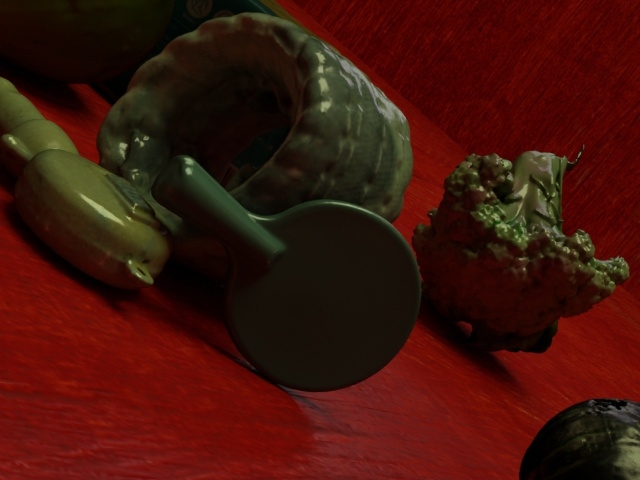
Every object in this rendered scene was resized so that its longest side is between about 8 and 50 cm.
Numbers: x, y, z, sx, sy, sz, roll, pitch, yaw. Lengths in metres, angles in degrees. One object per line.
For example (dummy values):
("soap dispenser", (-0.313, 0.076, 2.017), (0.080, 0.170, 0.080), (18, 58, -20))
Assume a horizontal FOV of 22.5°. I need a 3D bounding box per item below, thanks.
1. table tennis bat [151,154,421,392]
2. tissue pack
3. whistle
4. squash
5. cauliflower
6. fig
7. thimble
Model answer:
("table tennis bat", (-0.027, 0.020, 1.214), (0.244, 0.153, 0.040), (39, 6, -25))
("tissue pack", (-0.106, -0.180, 1.710), (0.271, 0.192, 0.134), (42, 13, 16))
("whistle", (-0.192, -0.046, 1.217), (0.258, 0.067, 0.126), (44, 11, 38))
("squash", (0.244, 0.218, 1.307), (0.193, 0.156, 0.193), (58, 4, -7))
("cauliflower", (0.227, -0.012, 1.873), (0.239, 0.315, 0.256), (30, -32, -9))
("fig", (-0.246, -0.256, 1.537), (0.207, 0.207, 0.230), (43, 12, 25))
("thimble", (-0.056, -0.064, 1.327), (0.172, 0.250, 0.205), (32, 47, -52))
